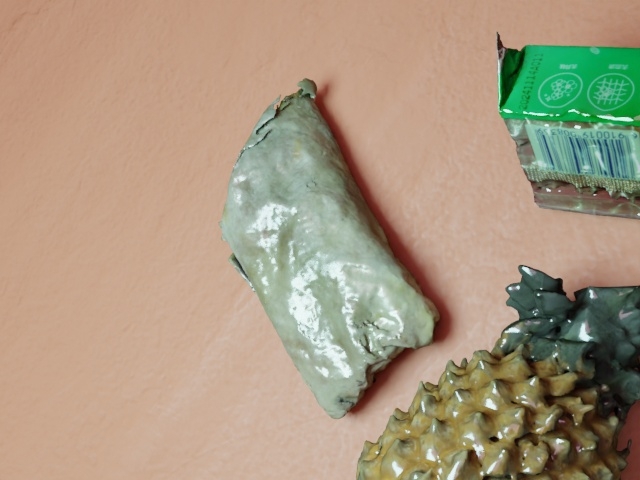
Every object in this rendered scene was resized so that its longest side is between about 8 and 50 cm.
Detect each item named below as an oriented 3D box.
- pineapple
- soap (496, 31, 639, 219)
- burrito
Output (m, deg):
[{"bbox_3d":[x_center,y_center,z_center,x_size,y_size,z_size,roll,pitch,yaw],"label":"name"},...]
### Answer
[{"bbox_3d":[0.192,0.148,0.863,0.222,0.223,0.357,28,72,27],"label":"pineapple"},{"bbox_3d":[0.298,-0.089,0.859,0.273,0.218,0.098,8,66,30],"label":"soap"},{"bbox_3d":[-0.012,0.005,1.036,0.175,0.107,0.348,-28,69,2],"label":"burrito"}]
